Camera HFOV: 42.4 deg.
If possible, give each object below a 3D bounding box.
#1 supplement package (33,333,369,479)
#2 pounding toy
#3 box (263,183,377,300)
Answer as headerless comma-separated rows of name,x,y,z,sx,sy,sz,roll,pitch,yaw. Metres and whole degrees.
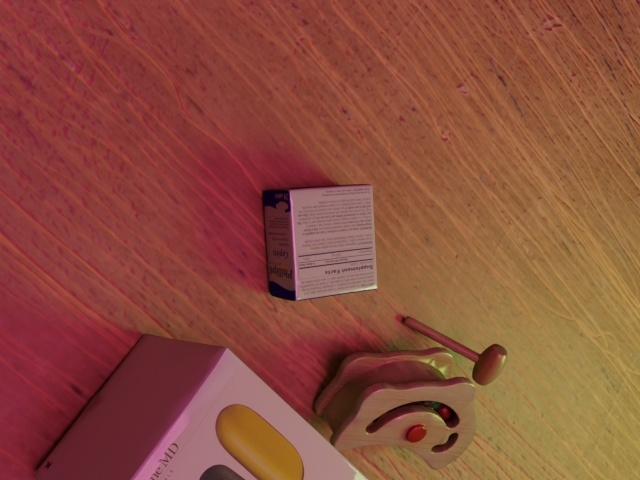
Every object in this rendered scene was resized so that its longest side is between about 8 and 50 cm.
supplement package,-0.120,0.263,0.896,0.262,0.198,0.199,48,63,-25
pounding toy,0.118,0.209,1.130,0.270,0.155,0.154,0,121,-23
box,0.000,0.000,1.041,0.126,0.072,0.137,-6,95,-33
